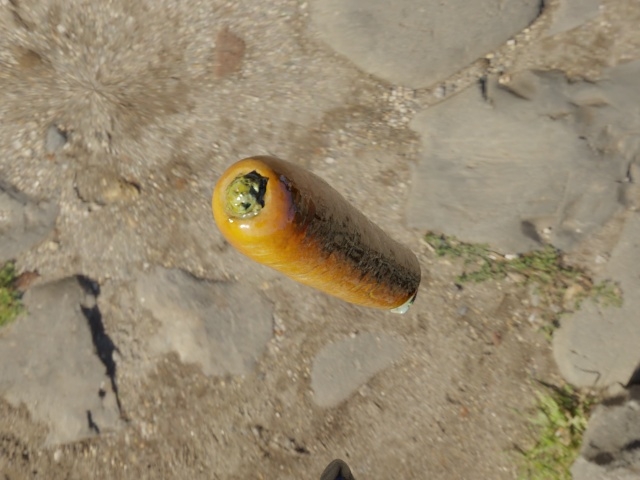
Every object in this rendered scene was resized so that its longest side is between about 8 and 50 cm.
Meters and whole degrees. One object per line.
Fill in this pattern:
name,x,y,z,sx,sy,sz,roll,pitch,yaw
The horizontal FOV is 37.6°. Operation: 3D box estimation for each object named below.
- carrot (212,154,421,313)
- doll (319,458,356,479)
carrot,0.000,0.000,0.619,0.067,0.067,0.225,-58,148,1
doll,0.069,0.233,0.670,0.195,0.070,0.096,38,98,-12
